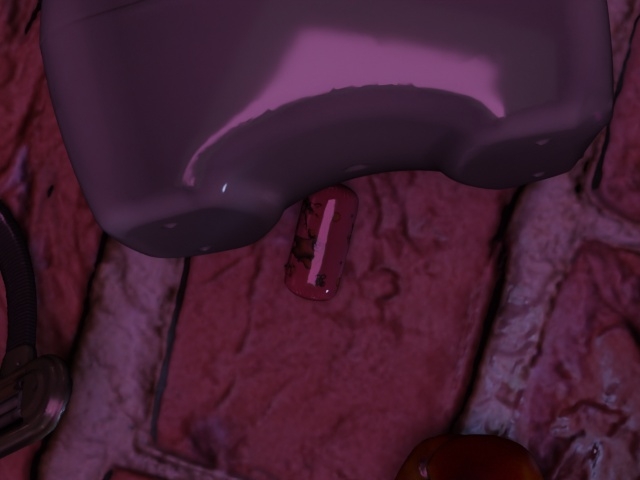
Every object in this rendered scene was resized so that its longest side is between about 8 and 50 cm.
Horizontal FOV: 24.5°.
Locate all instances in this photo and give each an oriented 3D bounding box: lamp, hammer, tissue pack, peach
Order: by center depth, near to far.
[{"bbox_3d":[0.002,-0.136,0.902,0.333,0.229,0.236,-13,82,5],"label":"tissue pack"},{"bbox_3d":[0.104,0.179,1.004,0.100,0.101,0.101,0,97,4],"label":"peach"},{"bbox_3d":[0.000,0.000,1.015,0.043,0.043,0.083,14,99,2],"label":"hammer"},{"bbox_3d":[-0.297,0.031,1.020,0.203,0.124,0.283,-35,96,28],"label":"lamp"}]
